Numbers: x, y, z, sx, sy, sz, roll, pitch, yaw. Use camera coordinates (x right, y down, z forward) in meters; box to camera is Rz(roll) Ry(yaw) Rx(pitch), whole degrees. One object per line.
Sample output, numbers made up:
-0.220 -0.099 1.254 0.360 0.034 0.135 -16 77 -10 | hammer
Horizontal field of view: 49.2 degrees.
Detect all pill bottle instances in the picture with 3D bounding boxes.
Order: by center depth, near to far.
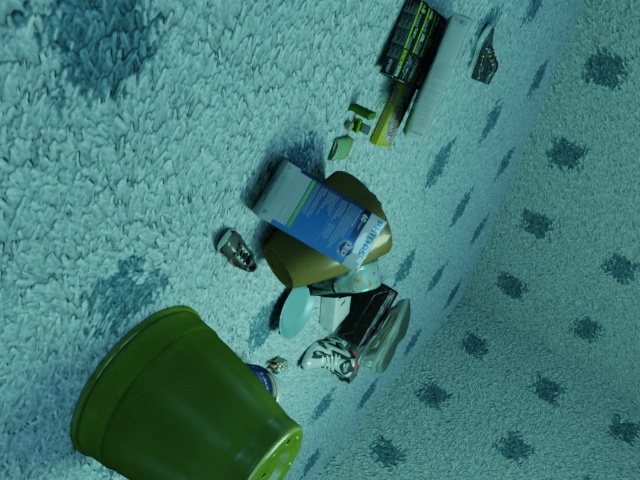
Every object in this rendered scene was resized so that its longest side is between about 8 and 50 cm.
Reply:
-0.199 0.394 1.807 0.153 0.153 0.264 -58 160 -2 | pill bottle

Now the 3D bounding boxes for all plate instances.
-0.070 0.190 1.972 0.188 0.024 0.188 -42 142 -44 | plate

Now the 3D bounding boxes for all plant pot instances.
-0.239 0.379 1.411 0.366 0.353 0.367 -47 156 -29 | plant pot
0.000 0.000 1.662 0.254 0.237 0.237 -35 152 -20 | plant pot

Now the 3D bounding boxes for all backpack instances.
0.073 0.087 1.953 0.166 0.188 0.145 -16 108 -61 | backpack

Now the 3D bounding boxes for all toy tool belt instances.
-0.130 0.384 2.095 0.083 0.052 0.051 -6 116 -64 | toy tool belt

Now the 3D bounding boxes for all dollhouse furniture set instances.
0.081 -0.251 1.691 0.076 0.058 0.152 -25 141 -56 | dollhouse furniture set

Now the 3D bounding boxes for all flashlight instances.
0.165 0.420 2.756 0.304 0.103 0.103 -48 -177 -29 | flashlight

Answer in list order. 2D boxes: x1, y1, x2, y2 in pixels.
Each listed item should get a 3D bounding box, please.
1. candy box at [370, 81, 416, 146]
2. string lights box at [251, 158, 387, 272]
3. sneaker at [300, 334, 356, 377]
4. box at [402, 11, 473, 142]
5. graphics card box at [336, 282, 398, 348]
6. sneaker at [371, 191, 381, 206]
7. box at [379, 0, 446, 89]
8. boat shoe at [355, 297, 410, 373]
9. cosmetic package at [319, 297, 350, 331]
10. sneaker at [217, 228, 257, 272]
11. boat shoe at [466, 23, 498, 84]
0.203 -0.350 1.878 0.105 0.027 0.206 -7 124 -61 | candy box
-0.002 -0.052 1.508 0.133 0.259 0.077 -59 -161 2 | string lights box
0.042 0.413 2.382 0.235 0.153 0.094 -8 124 -65 | sneaker
0.297 -0.418 1.817 0.232 0.058 0.322 -68 179 -76 | box
0.175 0.257 2.484 0.233 0.094 0.371 -59 168 0 | graphics card box
0.125 -0.115 1.952 0.067 0.078 0.188 -62 159 8 | sneaker
0.229 -0.477 1.709 0.184 0.045 0.191 -2 116 -59 | box
0.234 0.324 2.471 0.320 0.103 0.118 -58 151 -34 | boat shoe
0.051 0.186 2.224 0.099 0.060 0.239 -45 156 -30 | cosmetic package
-0.168 0.026 1.493 0.061 0.064 0.158 -55 159 -9 | sneaker
0.538 -0.592 2.231 0.065 0.083 0.183 -36 150 -46 | boat shoe
